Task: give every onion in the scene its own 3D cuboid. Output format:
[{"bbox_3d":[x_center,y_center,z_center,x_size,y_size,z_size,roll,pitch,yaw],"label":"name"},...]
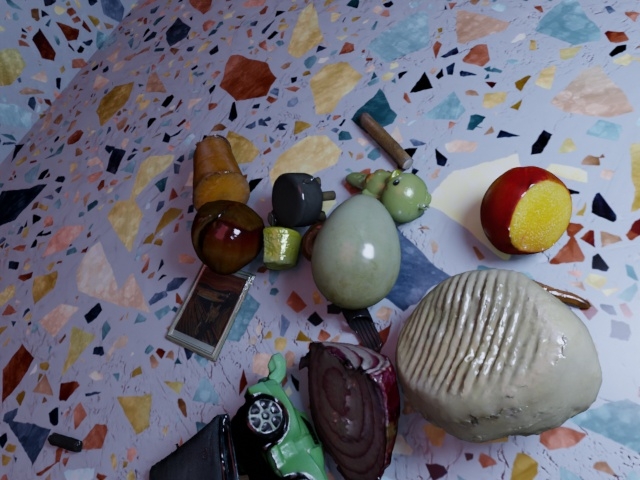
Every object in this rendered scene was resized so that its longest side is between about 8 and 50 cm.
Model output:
[{"bbox_3d":[0.083,0.357,0.858,0.314,0.145,0.281,6,101,59],"label":"onion"}]

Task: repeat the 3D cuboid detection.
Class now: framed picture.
[{"bbox_3d":[-0.337,0.198,1.211,0.216,0.016,0.274,12,70,28],"label":"framed picture"}]

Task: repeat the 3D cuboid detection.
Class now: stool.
[{"bbox_3d":[-0.066,-0.113,1.172,0.227,0.139,0.154,-13,86,51],"label":"stool"}]

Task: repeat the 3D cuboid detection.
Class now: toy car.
[{"bbox_3d":[-0.088,0.452,0.871,0.359,0.176,0.214,51,134,28],"label":"toy car"}]

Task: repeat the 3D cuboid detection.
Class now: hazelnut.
[{"bbox_3d":[-0.278,-0.012,1.196,0.217,0.217,0.251,-48,46,-5],"label":"hazelnut"}]

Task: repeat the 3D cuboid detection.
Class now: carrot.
[{"bbox_3d":[-0.355,-0.222,1.336,0.195,0.196,0.254,-33,52,5],"label":"carrot"},{"bbox_3d":[0.500,0.115,0.878,0.164,0.036,0.036,20,74,28],"label":"carrot"}]

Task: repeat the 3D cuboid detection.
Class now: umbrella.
[{"bbox_3d":[-0.751,0.594,1.180,0.132,0.031,0.036,1,63,25],"label":"umbrella"}]

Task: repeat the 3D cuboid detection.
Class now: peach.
[{"bbox_3d":[0.457,-0.064,0.897,0.190,0.190,0.193,-10,43,19],"label":"peach"}]

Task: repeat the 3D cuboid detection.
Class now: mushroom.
[{"bbox_3d":[0.004,0.006,1.121,0.126,0.085,0.109,-31,29,4],"label":"mushroom"}]

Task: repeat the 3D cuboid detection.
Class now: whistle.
[{"bbox_3d":[0.177,-0.149,1.093,0.141,0.141,0.294,-47,56,-4],"label":"whistle"}]

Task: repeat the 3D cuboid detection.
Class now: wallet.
[{"bbox_3d":[-0.294,0.548,0.896,0.379,0.046,0.191,-47,48,32],"label":"wallet"}]

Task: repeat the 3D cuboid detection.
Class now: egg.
[{"bbox_3d":[0.092,0.023,0.991,0.218,0.218,0.296,4,67,25],"label":"egg"}]

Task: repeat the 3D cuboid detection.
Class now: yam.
[{"bbox_3d":[0.193,-0.307,1.220,0.046,0.046,0.264,-35,56,4],"label":"yam"}]

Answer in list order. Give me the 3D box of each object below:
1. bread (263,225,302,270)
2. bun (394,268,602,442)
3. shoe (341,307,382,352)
[{"bbox_3d":[-0.111,0.022,1.141,0.111,0.129,0.115,4,74,6],"label":"bread"},{"bbox_3d":[0.327,0.220,0.789,0.361,0.234,0.327,-25,47,33],"label":"bun"},{"bbox_3d":[0.099,0.204,0.997,0.062,0.053,0.160,-35,59,8],"label":"shoe"}]
